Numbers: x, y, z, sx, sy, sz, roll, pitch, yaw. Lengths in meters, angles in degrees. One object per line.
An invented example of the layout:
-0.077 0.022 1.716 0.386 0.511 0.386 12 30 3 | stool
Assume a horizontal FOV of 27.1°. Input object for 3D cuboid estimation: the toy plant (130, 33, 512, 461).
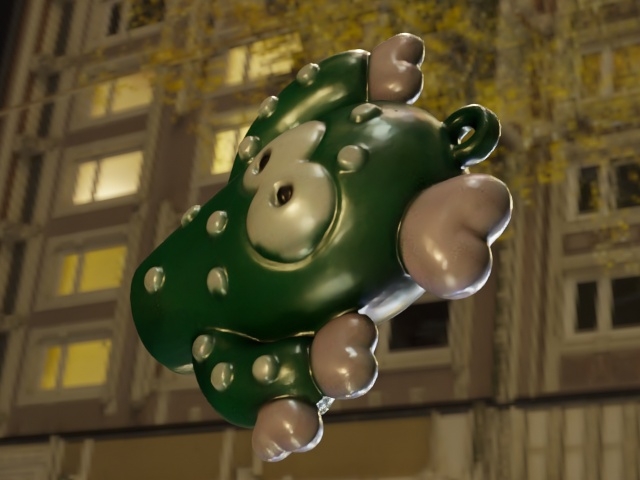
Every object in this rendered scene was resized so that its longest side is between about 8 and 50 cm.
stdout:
0.001 -0.004 0.750 0.112 0.243 0.232 40 -174 -38 | toy plant
